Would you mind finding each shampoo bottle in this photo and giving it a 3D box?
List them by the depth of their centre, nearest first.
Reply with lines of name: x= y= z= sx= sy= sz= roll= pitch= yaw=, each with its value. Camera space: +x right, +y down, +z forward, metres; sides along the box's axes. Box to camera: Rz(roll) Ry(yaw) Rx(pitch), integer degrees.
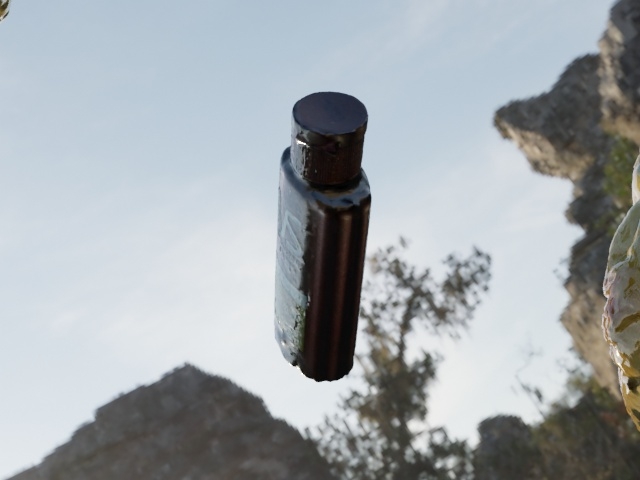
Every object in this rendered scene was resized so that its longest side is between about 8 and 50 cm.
shampoo bottle: x=0.000 y=0.000 z=1.078 sx=0.084 sy=0.129 sz=0.323 roll=-16 pitch=-43 yaw=-20

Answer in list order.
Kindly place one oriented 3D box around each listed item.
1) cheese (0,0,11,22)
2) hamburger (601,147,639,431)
cheese: x=-0.388 y=-0.229 z=0.912 sx=0.226 sy=0.117 sz=0.214 roll=11 pitch=-24 yaw=-34
hamburger: x=0.287 y=0.033 z=0.688 sx=0.162 sy=0.329 sz=0.209 roll=7 pitch=-11 yaw=35
